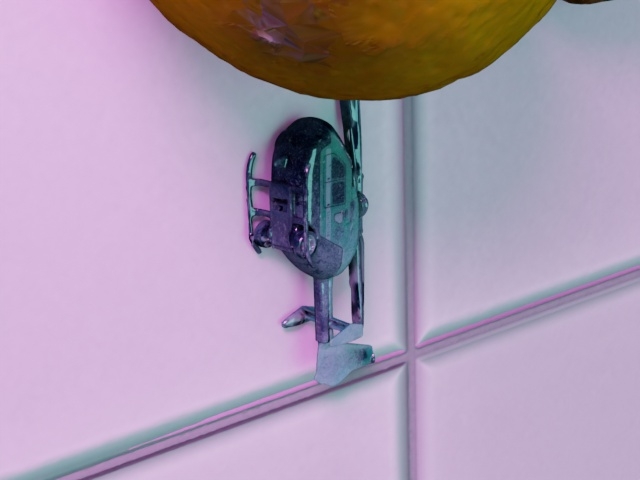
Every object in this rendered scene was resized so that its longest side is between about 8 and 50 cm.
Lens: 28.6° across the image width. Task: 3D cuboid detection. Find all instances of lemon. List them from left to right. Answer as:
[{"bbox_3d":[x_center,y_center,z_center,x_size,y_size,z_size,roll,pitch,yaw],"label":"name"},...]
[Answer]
[{"bbox_3d":[0.012,-0.221,0.705,0.297,0.297,0.297,-13,114,-32],"label":"lemon"}]

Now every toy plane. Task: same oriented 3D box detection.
[{"bbox_3d":[0.000,0.000,0.923,0.096,0.060,0.235,-19,113,-45],"label":"toy plane"}]

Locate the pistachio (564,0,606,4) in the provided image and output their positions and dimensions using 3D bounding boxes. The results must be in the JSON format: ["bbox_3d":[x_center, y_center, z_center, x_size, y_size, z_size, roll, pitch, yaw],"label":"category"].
[{"bbox_3d":[0.241,-0.249,0.962,0.210,0.130,0.165,-32,133,0],"label":"pistachio"}]
